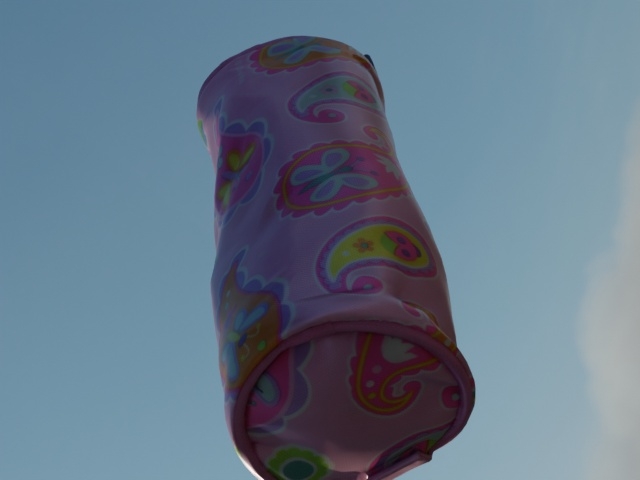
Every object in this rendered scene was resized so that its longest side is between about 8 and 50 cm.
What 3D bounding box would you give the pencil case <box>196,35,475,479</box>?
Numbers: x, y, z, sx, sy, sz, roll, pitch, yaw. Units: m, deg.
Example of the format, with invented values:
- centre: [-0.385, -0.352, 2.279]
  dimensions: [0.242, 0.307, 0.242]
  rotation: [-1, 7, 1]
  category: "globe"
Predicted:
- centre: [0.000, 0.000, 0.690]
  dimensions: [0.284, 0.124, 0.124]
  rotation: [-102, 7, -54]
  category: "pencil case"
